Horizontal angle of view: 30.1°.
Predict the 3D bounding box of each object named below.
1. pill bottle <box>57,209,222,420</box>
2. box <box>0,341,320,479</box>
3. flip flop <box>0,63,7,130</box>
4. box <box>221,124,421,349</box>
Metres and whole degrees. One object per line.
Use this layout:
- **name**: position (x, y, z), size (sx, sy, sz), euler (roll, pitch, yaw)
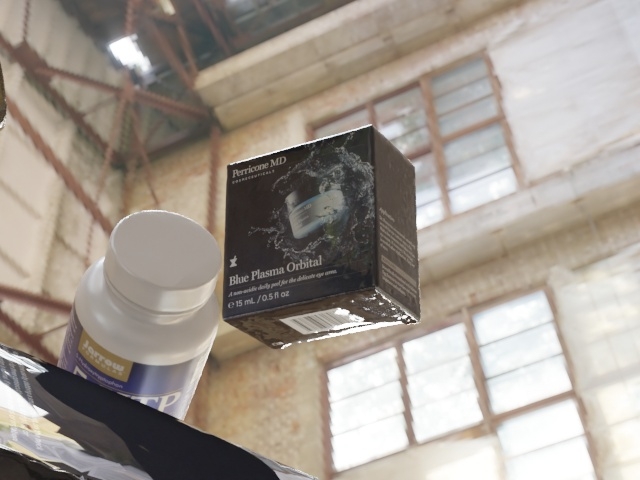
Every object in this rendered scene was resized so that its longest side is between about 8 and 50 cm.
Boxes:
- **pill bottle**: position (-0.140, 0.072, 0.924), size (0.112, 0.112, 0.187), euler (-94, 20, -48)
- **box**: position (-0.176, 0.252, 0.626), size (0.312, 0.343, 0.179), euler (28, -178, -22)
- **flip flop**: position (-0.314, -0.173, 0.803), size (0.277, 0.080, 0.112), euler (49, 153, -5)
- **box**: position (0.000, 0.000, 1.067), size (0.093, 0.156, 0.158), euler (37, -134, -52)
